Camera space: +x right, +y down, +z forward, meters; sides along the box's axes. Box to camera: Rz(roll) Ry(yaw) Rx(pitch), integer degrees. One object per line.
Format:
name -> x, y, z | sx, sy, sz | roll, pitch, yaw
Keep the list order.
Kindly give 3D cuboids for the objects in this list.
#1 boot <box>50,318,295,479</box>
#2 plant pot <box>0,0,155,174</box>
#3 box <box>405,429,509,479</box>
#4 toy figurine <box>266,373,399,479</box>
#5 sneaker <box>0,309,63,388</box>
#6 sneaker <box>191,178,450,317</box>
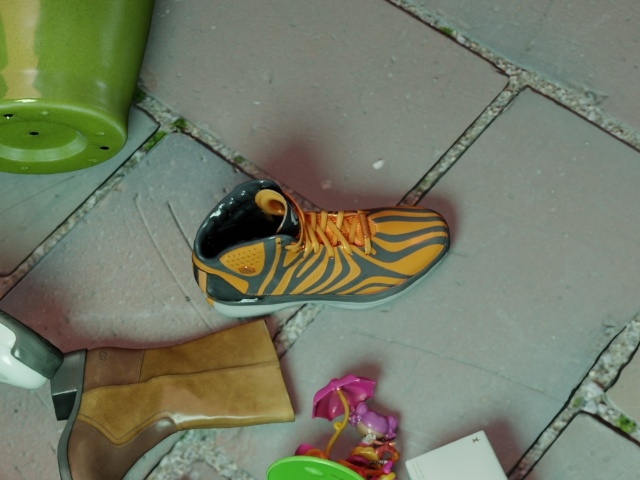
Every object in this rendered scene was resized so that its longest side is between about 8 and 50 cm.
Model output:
boot -> -0.170, 0.231, 1.933 | 0.280, 0.096, 0.264 | -8, 51, -7
plant pot -> -0.370, -0.286, 2.116 | 0.366, 0.366, 0.353 | -5, 70, 3
box -> 0.161, 0.289, 1.842 | 0.102, 0.087, 0.101 | -21, 59, -6
toy figurine -> 0.040, 0.233, 1.887 | 0.173, 0.130, 0.159 | 24, 53, -6
sneaker -> -0.525, 0.179, 1.948 | 0.447, 0.169, 0.257 | 11, 70, 28
sneaker -> 0.000, 0.000, 1.976 | 0.321, 0.180, 0.124 | -14, 59, -2
